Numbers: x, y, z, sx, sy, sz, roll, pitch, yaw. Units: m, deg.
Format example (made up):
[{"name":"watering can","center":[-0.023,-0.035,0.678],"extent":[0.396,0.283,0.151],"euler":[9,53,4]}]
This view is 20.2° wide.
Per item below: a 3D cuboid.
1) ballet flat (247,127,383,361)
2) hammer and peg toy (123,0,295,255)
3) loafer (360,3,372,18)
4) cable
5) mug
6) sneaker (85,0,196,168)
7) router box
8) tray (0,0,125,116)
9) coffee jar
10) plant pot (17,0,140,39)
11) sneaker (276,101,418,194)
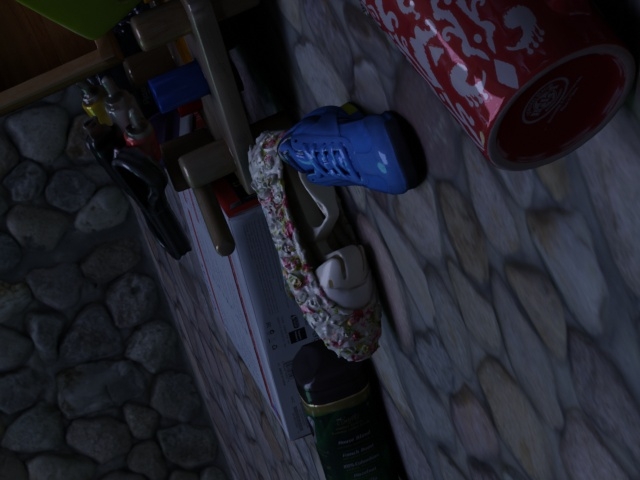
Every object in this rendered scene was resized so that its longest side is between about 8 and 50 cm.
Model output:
[{"name":"ballet flat","center":[0.000,0.000,1.715],"extent":[0.077,0.091,0.241],"euler":[-32,82,57]},{"name":"hammer and peg toy","center":[-0.118,-0.167,1.842],"extent":[0.266,0.127,0.361],"euler":[-122,12,-45]},{"name":"loafer","center":[0.042,-0.199,1.195],"extent":[0.056,0.050,0.148],"euler":[84,177,-46]},{"name":"cable","center":[-0.176,-0.065,1.955],"extent":[0.139,0.072,0.287],"euler":[37,168,37]},{"name":"mug","center":[0.083,-0.137,0.947],"extent":[0.169,0.113,0.150],"euler":[58,168,30]},{"name":"sneaker","center":[-0.204,-0.215,2.008],"extent":[0.107,0.124,0.283],"euler":[-154,64,-64]},{"name":"router box","center":[-0.084,0.021,2.156],"extent":[0.301,0.082,0.335],"euler":[-125,17,-53]},{"name":"tray","center":[-0.374,-0.331,1.819],"extent":[0.076,0.202,0.411],"euler":[-20,-93,-86]},{"name":"coffee jar","center":[0.027,0.199,1.959],"extent":[0.096,0.079,0.184],"euler":[-117,9,-65]},{"name":"plant pot","center":[-0.222,-0.352,1.611],"extent":[0.228,0.207,0.227],"euler":[25,-141,-53]},{"name":"sneaker","center":[0.019,-0.068,1.478],"extent":[0.209,0.082,0.069],"euler":[-150,41,-71]}]
